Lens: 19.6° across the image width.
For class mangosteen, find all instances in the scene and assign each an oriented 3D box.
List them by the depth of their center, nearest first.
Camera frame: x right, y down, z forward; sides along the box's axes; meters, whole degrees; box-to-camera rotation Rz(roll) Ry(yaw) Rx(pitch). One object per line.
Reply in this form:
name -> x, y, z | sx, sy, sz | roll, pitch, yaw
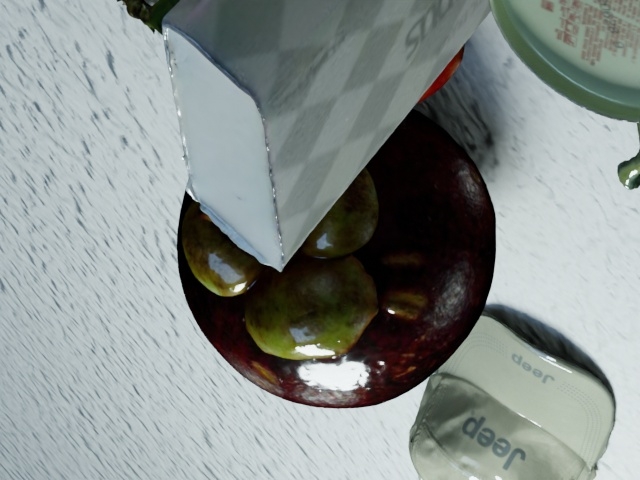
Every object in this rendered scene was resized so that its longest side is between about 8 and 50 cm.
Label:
mangosteen -> 0.000, 0.000, 1.695 | 0.307, 0.307, 0.347 | 25, 180, 23

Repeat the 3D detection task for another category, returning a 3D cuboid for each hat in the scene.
hat -> 0.187, 0.202, 1.969 | 0.214, 0.149, 0.244 | 29, 159, 17

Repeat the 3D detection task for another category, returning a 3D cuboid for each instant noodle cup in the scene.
instant noodle cup -> 0.238, -0.206, 1.311 | 0.235, 0.178, 0.235 | 28, 150, 18

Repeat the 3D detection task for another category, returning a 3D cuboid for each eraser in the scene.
eraser -> 0.042, -0.189, 1.330 | 0.082, 0.397, 0.213 | 25, 146, 23

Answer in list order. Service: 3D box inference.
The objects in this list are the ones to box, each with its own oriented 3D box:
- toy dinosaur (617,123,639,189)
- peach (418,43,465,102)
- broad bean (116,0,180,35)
toy dinosaur -> 0.293, -0.098, 1.500 | 0.363, 0.076, 0.147 | 35, 143, -5
peach -> 0.011, -0.197, 1.534 | 0.243, 0.199, 0.243 | 34, 172, 5
broad bean -> -0.156, -0.282, 1.766 | 0.144, 0.049, 0.292 | 39, 154, 22
